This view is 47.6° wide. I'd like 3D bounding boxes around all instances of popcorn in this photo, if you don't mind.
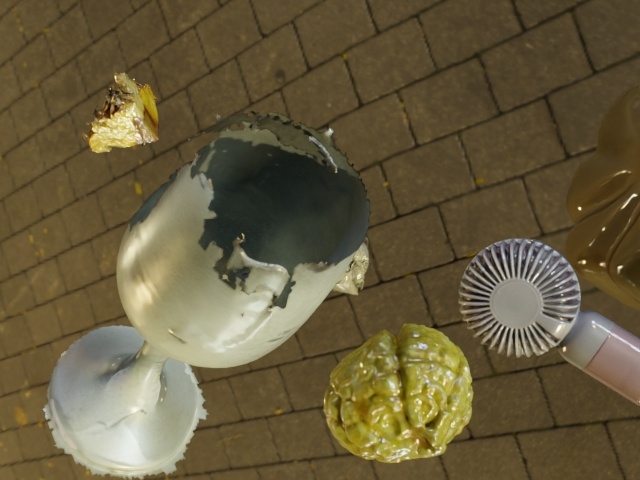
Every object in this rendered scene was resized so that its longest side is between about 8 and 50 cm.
[{"bbox_3d":[0.140,0.269,1.297,0.224,0.270,0.258,55,150,-6],"label":"popcorn"}]

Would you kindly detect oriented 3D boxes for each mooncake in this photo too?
[{"bbox_3d":[0.461,-0.073,0.849,0.201,0.378,0.378,22,117,-10],"label":"mooncake"}]

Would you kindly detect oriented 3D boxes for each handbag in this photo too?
[{"bbox_3d":[0.000,0.000,1.076,0.095,0.117,0.173,-45,57,-5],"label":"handbag"}]

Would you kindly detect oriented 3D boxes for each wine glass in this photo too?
[{"bbox_3d":[-0.091,0.051,0.518,0.143,0.143,0.321,53,132,15],"label":"wine glass"}]

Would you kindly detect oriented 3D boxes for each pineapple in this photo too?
[{"bbox_3d":[-0.230,-0.155,0.867,0.077,0.114,0.114,42,157,12],"label":"pineapple"}]

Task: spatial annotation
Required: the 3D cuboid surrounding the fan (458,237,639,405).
[{"bbox_3d":[0.265,0.094,0.787,0.244,0.074,0.130,34,105,13],"label":"fan"}]
